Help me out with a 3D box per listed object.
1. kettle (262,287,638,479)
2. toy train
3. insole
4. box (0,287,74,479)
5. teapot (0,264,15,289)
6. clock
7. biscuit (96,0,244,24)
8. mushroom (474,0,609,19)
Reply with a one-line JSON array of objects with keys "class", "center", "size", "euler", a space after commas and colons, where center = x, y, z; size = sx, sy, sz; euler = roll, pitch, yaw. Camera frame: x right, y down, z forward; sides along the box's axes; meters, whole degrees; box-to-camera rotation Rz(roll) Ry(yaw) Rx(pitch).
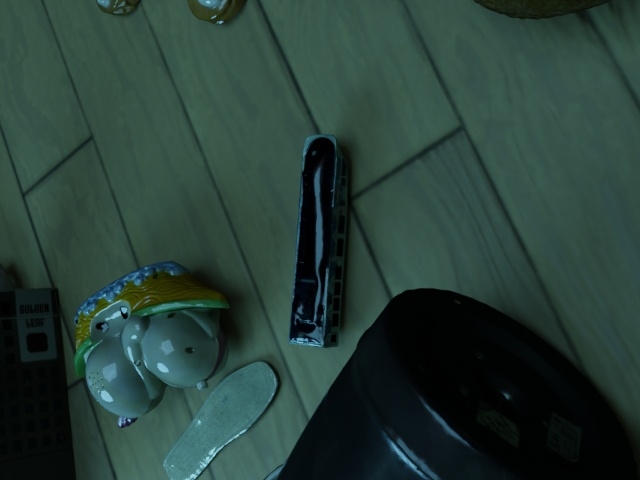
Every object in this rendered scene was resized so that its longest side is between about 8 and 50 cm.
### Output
[{"class": "kettle", "center": [0.101, 0.253, 0.784], "size": [0.321, 0.228, 0.324], "euler": [32, 115, -2]}, {"class": "toy train", "center": [0.000, 0.000, 0.935], "size": [0.043, 0.047, 0.207], "euler": [3, 90, 33]}, {"class": "insole", "center": [-0.110, 0.197, 1.026], "size": [0.192, 0.010, 0.063], "euler": [-49, 64, 22]}, {"class": "box", "center": [-0.372, 0.217, 1.100], "size": [0.047, 0.180, 0.325], "euler": [-13, 82, 33]}, {"class": "teapot", "center": [-0.497, 0.105, 1.199], "size": [0.221, 0.163, 0.178], "euler": [-9, 70, 43]}, {"class": "clock", "center": [-0.182, 0.110, 1.023], "size": [0.231, 0.103, 0.144], "euler": [-30, 74, 32]}, {"class": "biscuit", "center": [-0.125, -0.347, 1.032], "size": [0.339, 0.047, 0.216], "euler": [14, 97, 34]}, {"class": "mushroom", "center": [0.184, -0.302, 0.757], "size": [0.253, 0.153, 0.253], "euler": [0, 91, 32]}]
